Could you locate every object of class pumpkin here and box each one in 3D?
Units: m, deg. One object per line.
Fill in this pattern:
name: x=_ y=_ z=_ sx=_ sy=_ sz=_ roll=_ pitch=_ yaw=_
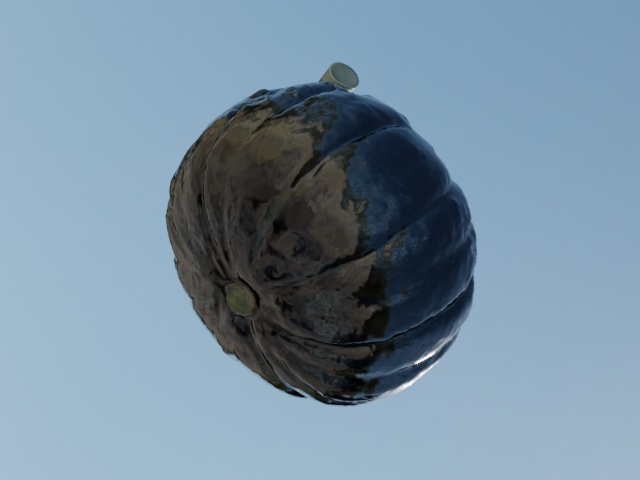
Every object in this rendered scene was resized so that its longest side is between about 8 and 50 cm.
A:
pumpkin: x=0.000 y=0.000 z=1.560 sx=0.363 sy=0.266 sz=0.363 roll=34 pitch=-41 yaw=36

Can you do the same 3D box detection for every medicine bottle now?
medicine bottle: x=0.012 y=-0.198 z=1.922 sx=0.083 sy=0.047 sz=0.047 roll=-50 pitch=-130 yaw=42
